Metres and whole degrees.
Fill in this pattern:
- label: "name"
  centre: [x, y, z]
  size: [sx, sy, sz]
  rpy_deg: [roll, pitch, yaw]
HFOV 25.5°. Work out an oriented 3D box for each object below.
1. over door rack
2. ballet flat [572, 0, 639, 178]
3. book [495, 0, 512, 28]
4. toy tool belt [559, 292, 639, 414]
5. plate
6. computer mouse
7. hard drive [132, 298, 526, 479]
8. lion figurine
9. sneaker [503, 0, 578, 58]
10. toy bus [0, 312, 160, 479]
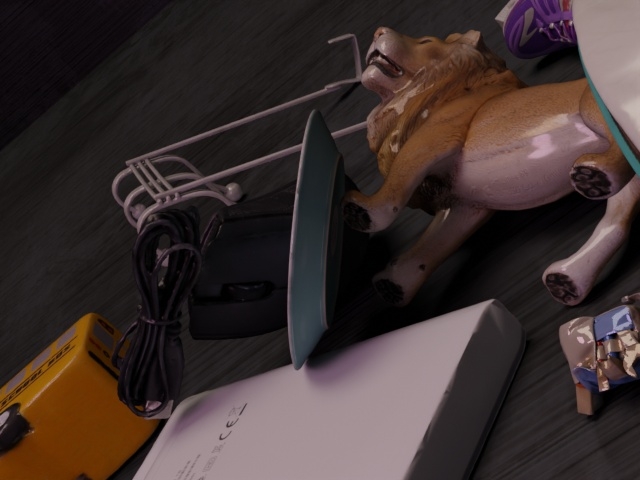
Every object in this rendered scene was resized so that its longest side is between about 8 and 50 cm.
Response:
- label: "over door rack"
  centre: [-0.052, -0.089, 1.484]
  size: [0.324, 0.108, 0.239]
  rpy_deg: [-32, 19, -6]
- label: "ballet flat"
  centre: [0.220, -0.154, 0.837]
  size: [0.139, 0.139, 0.400]
  rpy_deg: [-36, 29, 23]
- label: "book"
  centre: [0.236, -0.244, 1.309]
  size: [0.144, 0.035, 0.096]
  rpy_deg: [-45, 23, -1]
- label: "toy tool belt"
  centre: [0.175, 0.065, 0.800]
  size: [0.083, 0.052, 0.051]
  rpy_deg: [-30, 55, 43]
- label: "plate"
  centre: [0.000, 0.000, 1.016]
  size: [0.024, 0.188, 0.188]
  rpy_deg: [4, 33, 6]
- label: "computer mouse"
  centre: [-0.041, 0.031, 1.137]
  size: [0.272, 0.072, 0.189]
  rpy_deg: [-27, -41, -44]
- label: "hard drive"
  centre: [-0.033, 0.173, 0.980]
  size: [0.353, 0.047, 0.233]
  rpy_deg: [-23, 28, 47]
- label: "lion figurine"
  centre: [0.160, -0.072, 1.009]
  size: [0.392, 0.142, 0.240]
  rpy_deg: [4, 42, 46]
- label: "sneaker"
  centre: [0.216, -0.188, 1.187]
  size: [0.170, 0.068, 0.071]
  rpy_deg: [-19, 38, 50]
- label: "toy bus"
  centre: [-0.301, 0.222, 1.316]
  size: [0.332, 0.108, 0.130]
  rpy_deg: [-41, 20, 11]
